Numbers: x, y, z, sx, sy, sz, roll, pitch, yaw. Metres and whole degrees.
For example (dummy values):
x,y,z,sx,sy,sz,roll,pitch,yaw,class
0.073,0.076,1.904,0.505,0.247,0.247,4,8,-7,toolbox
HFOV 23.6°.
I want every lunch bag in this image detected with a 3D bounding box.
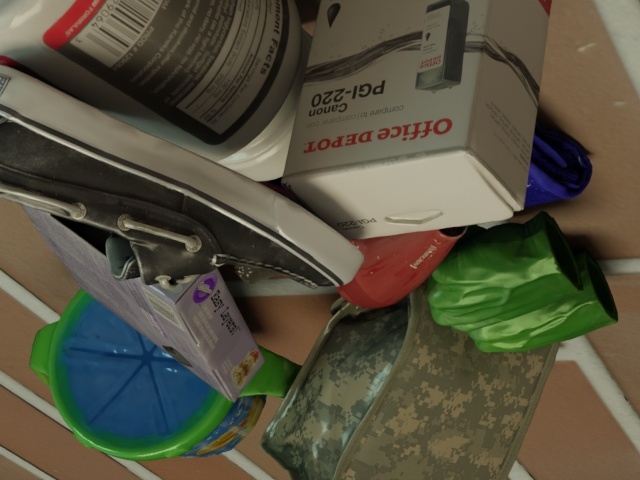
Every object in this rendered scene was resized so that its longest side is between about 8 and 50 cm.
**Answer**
x,y,z,sx,sy,sz,roll,pitch,yaw,class
0.109,0.166,1.687,0.235,0.287,0.169,18,-163,-35,lunch bag

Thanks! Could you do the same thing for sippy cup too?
x,y,z,sx,sy,sz,roll,pitch,yaw,class
-0.171,0.160,1.815,0.305,0.240,0.224,42,178,24,sippy cup

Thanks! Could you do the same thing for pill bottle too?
x,y,z,sx,sy,sz,roll,pitch,yaw,class
-0.126,-0.160,1.148,0.176,0.176,0.318,-9,155,35,pill bottle

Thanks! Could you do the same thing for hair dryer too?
x,y,z,sx,sy,sz,roll,pitch,yaw,class
0.000,0.000,1.388,0.294,0.080,0.223,-3,157,27,hair dryer

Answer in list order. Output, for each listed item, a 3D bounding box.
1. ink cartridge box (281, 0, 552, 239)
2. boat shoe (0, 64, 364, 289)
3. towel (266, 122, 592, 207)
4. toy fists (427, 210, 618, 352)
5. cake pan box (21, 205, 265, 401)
x,y,z,sx,sy,sz,roll,pitch,yaw,class
0.074,-0.121,1.120,0.159,0.218,0.092,-8,149,33,ink cartridge box
-0.112,-0.015,1.072,0.301,0.102,0.108,25,177,-25,boat shoe
0.064,-0.065,1.404,0.308,0.076,0.228,-13,145,40,towel
0.191,0.045,1.515,0.142,0.096,0.279,-22,159,17,toy fists
-0.190,0.034,1.590,0.246,0.070,0.267,32,163,25,cake pan box
